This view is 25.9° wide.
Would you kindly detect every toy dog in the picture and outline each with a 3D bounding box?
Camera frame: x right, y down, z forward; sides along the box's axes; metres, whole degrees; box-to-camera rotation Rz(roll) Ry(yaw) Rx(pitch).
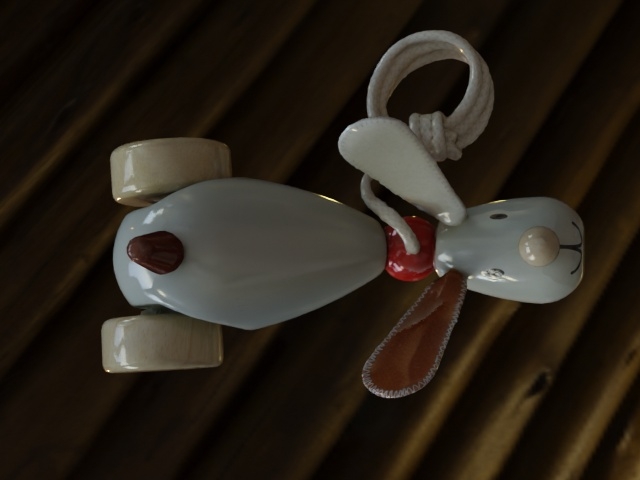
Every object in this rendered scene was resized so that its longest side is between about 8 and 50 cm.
[{"bbox_3d":[0.000,0.000,0.895,0.333,0.161,0.220,-23,-92,0],"label":"toy dog"}]
